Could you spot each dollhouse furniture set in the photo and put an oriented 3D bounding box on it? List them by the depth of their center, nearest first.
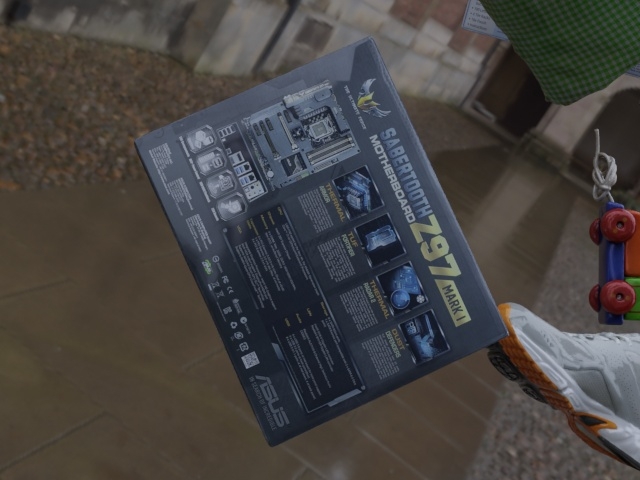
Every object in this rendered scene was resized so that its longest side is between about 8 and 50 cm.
[{"bbox_3d":[0.250,-0.222,0.630,0.197,0.301,0.151,44,19,-25],"label":"dollhouse furniture set"}]

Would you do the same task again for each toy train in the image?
[{"bbox_3d":[0.415,-0.017,1.155,0.143,0.248,0.105,1,-4,7],"label":"toy train"}]

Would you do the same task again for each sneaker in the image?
[{"bbox_3d":[0.276,0.126,0.960,0.262,0.121,0.099,40,-12,-25],"label":"sneaker"}]

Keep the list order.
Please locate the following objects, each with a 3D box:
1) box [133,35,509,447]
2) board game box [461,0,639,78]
[{"bbox_3d":[0.000,0.000,0.652,0.059,0.183,0.233,133,-68,-86],"label":"box"},{"bbox_3d":[0.369,-0.378,1.148,0.318,0.318,0.066,22,22,21],"label":"board game box"}]
